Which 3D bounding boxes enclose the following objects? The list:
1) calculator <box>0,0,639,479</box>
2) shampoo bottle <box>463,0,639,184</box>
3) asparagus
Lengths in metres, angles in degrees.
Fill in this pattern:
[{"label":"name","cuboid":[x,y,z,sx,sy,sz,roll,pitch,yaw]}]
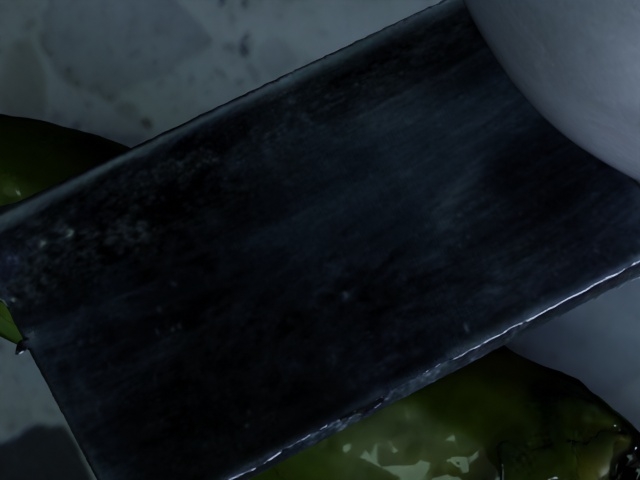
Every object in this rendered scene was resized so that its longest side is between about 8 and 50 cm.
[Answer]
[{"label":"calculator","cuboid":[0.000,0.000,0.716,0.261,0.021,0.161,-25,62,-11]},{"label":"shampoo bottle","cuboid":[0.159,-0.172,0.607,0.273,0.273,0.266,-23,92,18]},{"label":"asparagus","cuboid":[-0.029,0.046,0.769,0.382,0.128,0.108,29,127,16]}]
